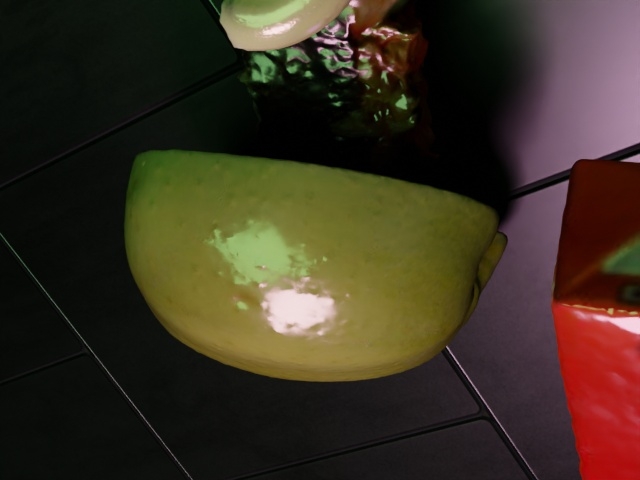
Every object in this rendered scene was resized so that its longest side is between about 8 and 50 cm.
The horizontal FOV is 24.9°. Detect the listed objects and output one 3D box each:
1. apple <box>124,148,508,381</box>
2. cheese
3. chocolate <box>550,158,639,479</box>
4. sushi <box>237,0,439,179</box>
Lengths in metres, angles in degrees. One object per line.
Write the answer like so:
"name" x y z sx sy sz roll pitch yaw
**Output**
"apple" 0.000 0.000 1.426 0.360 0.320 0.312 10 126 8
"cheese" 0.007 -0.269 1.182 0.248 0.071 0.163 -28 87 17
"chocolate" 0.365 0.126 1.155 0.341 0.161 0.360 7 133 28
"sushi" 0.017 -0.209 1.364 0.181 0.196 0.343 -2 130 8
